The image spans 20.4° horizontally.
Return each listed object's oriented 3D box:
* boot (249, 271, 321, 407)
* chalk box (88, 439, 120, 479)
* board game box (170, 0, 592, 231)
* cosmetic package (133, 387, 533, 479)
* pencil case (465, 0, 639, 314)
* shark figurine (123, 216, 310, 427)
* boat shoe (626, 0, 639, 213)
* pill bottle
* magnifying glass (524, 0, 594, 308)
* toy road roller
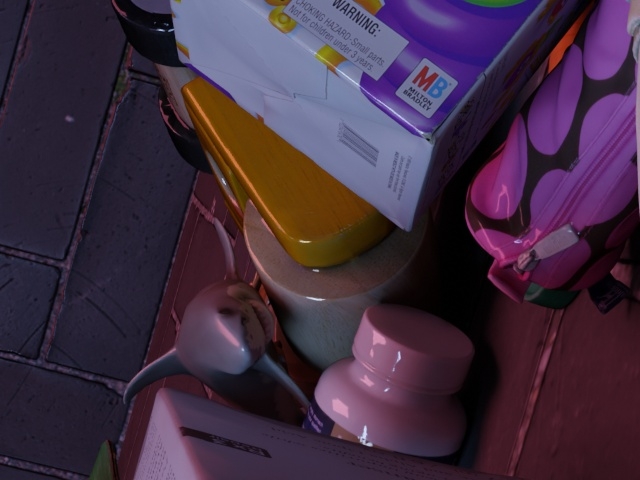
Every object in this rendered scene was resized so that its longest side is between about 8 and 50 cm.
[{"bbox_3d":[0.000,0.000,1.464,0.220,0.109,0.283,134,143,-77],"label":"boot"},{"bbox_3d":[-0.096,0.251,1.010,0.289,0.179,0.180,57,139,35],"label":"chalk box"},{"bbox_3d":[0.072,-0.166,0.796,0.275,0.142,0.144,-51,-8,-13],"label":"board game box"},{"bbox_3d":[0.030,0.179,0.677,0.385,0.217,0.156,-163,88,-78],"label":"cosmetic package"},{"bbox_3d":[0.139,-0.062,0.792,0.098,0.095,0.209,-42,-15,-41],"label":"pencil case"},{"bbox_3d":[-0.065,0.106,1.173,0.278,0.116,0.166,70,173,-48],"label":"shark figurine"},{"bbox_3d":[0.152,-0.091,0.642,0.094,0.109,0.302,-25,44,35],"label":"boat shoe"},{"bbox_3d":[0.032,0.128,1.063,0.094,0.094,0.169,-102,29,-68],"label":"pill bottle"},{"bbox_3d":[0.136,-0.068,0.991,0.092,0.026,0.231,121,162,-57],"label":"magnifying glass"},{"bbox_3d":[0.026,-0.097,1.183,0.329,0.240,0.202,59,174,28],"label":"toy road roller"}]
